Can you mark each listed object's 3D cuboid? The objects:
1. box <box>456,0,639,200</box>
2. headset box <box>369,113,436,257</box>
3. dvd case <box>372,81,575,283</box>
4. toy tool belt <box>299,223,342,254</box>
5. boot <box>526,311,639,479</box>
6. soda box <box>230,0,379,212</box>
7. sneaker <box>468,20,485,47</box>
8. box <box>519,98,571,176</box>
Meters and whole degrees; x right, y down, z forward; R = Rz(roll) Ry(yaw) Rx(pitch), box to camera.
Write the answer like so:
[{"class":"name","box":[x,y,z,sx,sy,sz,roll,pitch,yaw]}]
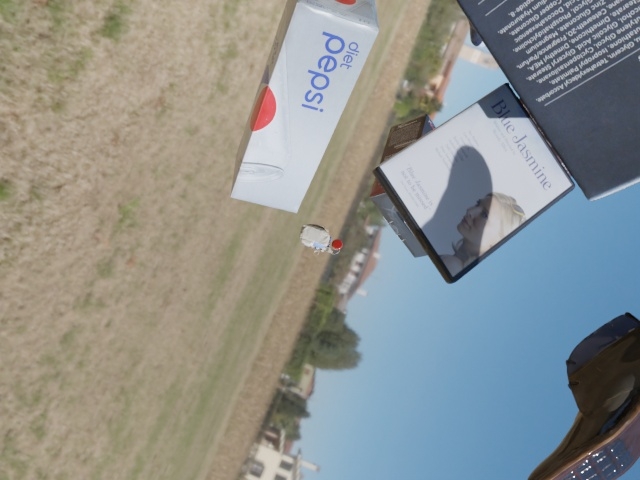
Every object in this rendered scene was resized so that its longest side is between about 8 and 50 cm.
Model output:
[{"class":"box","box":[0.337,-0.302,0.764,0.212,0.396,0.293,-31,-174,43]},{"class":"headset box","box":[0.236,-0.120,1.539,0.110,0.218,0.293,-16,-142,35]},{"class":"dvd case","box":[0.214,-0.083,0.873,0.253,0.180,0.022,-34,180,-21]},{"class":"toy tool belt","box":[0.000,0.000,1.200,0.051,0.083,0.052,102,8,-77]},{"class":"boot","box":[0.277,0.169,0.652,0.219,0.082,0.106,-39,-142,4]},{"class":"soda box","box":[-0.029,-0.170,0.792,0.091,0.098,0.286,-91,-159,-45]},{"class":"sneaker","box":[0.388,-0.640,1.679,0.099,0.153,0.282,-122,-153,-48]},{"class":"box","box":[0.476,-0.252,1.205,0.191,0.143,0.381,-27,156,-23]}]
